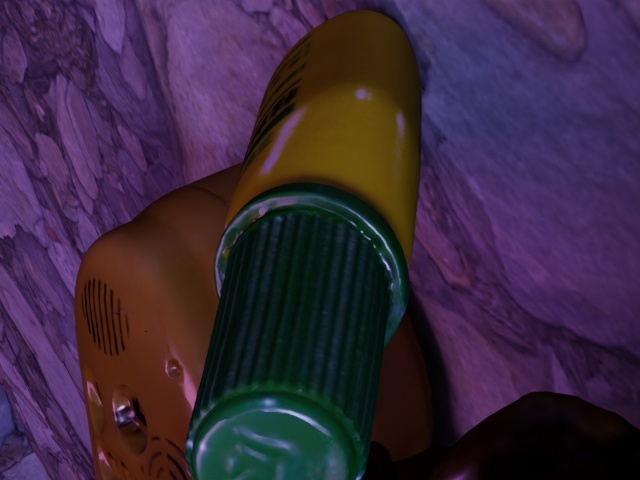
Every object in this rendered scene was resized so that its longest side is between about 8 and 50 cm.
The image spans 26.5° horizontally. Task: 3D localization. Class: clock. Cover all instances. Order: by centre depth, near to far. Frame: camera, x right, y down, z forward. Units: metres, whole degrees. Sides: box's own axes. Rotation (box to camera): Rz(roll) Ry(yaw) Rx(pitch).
[{"bbox_3d":[-0.040,0.117,0.830,0.244,0.200,0.316,13,121,56],"label":"clock"}]

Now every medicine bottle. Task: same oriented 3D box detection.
[{"bbox_3d":[0.000,0.000,0.529,0.309,0.076,0.111,-82,9,-63],"label":"medicine bottle"}]

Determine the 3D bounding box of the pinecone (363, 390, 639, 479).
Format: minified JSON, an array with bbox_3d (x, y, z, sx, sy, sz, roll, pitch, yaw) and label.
[{"bbox_3d":[0.085,0.232,0.470,0.398,0.398,0.397,45,152,31],"label":"pinecone"}]
